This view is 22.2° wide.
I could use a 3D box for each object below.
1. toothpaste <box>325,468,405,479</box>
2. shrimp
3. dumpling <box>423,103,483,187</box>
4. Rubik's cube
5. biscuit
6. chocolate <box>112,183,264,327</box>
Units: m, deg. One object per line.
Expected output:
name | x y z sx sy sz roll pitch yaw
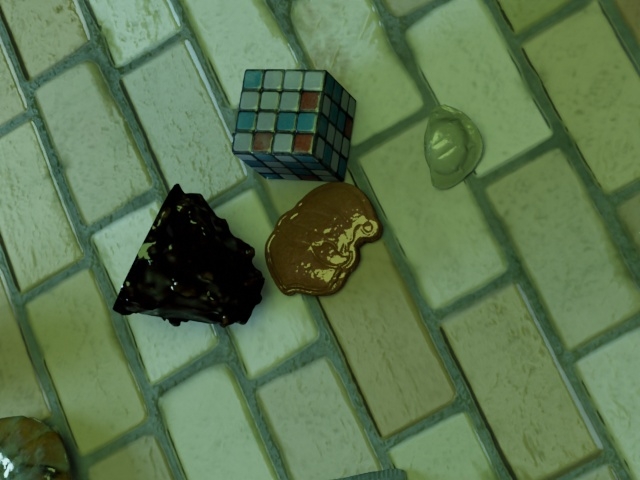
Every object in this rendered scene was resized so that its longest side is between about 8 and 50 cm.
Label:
toothpaste | 0.037 0.360 1.514 0.114 0.073 0.299 -13 63 17
shrimp | -0.338 0.326 1.680 0.169 0.058 0.296 -6 69 27
dumpling | 0.131 -0.094 1.620 0.059 0.043 0.077 2 71 -1
Rubik's cube | -0.026 -0.116 1.658 0.092 0.092 0.092 3 76 23
biscuit | 0.000 0.000 1.655 0.130 0.019 0.102 -47 63 4
chocolate | -0.122 0.037 1.651 0.133 0.156 0.156 28 86 -2
